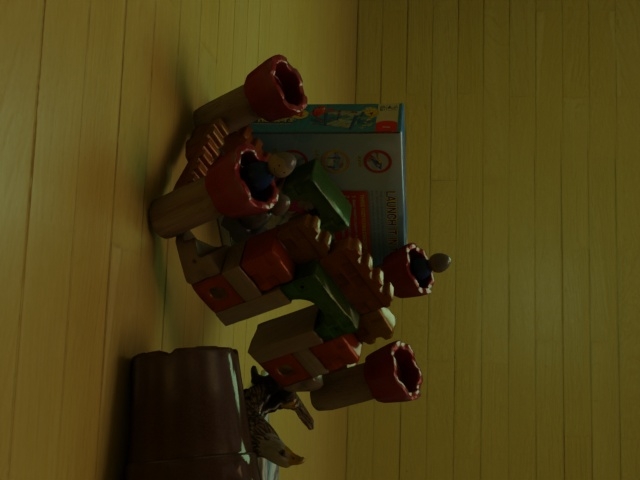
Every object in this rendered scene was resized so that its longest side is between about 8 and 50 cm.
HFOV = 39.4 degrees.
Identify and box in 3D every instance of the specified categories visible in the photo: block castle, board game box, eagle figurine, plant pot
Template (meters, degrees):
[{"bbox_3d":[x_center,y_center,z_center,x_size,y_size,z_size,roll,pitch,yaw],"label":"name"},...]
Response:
[{"bbox_3d":[0.000,0.000,1.239,0.453,0.213,0.303,53,32,-29],"label":"block castle"},{"bbox_3d":[-0.014,-0.068,1.438,0.086,0.302,0.308,-80,168,-50],"label":"board game box"},{"bbox_3d":[-0.125,0.300,1.268,0.226,0.225,0.298,49,59,-13],"label":"eagle figurine"},{"bbox_3d":[-0.152,0.212,1.037,0.167,0.167,0.165,56,29,-76],"label":"plant pot"}]

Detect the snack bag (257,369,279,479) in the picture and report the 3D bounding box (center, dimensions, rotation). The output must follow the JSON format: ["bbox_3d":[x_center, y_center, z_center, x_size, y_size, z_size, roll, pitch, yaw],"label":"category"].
[{"bbox_3d":[-0.097,0.443,1.672,0.323,0.037,0.342,-95,-176,-76],"label":"snack bag"}]
